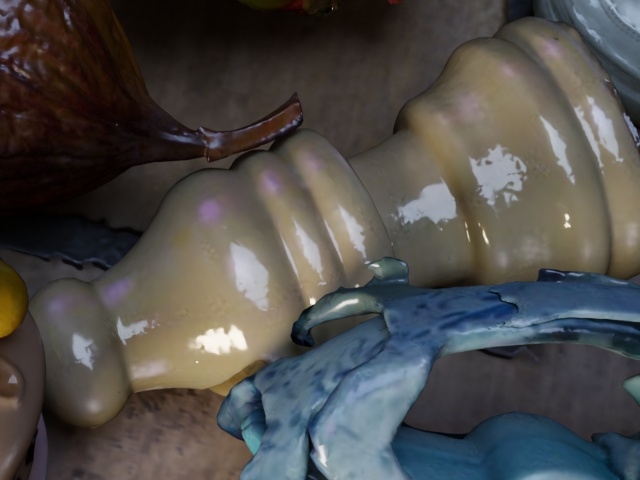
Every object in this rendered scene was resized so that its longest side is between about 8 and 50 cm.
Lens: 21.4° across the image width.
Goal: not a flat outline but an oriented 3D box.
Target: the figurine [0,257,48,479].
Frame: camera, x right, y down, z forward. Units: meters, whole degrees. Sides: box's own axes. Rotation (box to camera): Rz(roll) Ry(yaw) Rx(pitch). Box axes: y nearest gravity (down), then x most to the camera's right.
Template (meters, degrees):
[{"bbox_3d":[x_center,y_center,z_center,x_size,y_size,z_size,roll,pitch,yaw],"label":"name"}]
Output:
[{"bbox_3d":[-0.201,0.057,0.650,0.186,0.287,0.176,-7,42,31],"label":"figurine"}]

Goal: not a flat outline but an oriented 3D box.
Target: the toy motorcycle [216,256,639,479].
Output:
[{"bbox_3d":[0.085,0.113,0.741,0.260,0.206,0.154,5,23,-10],"label":"toy motorcycle"}]

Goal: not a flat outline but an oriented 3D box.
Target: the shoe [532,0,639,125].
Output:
[{"bbox_3d":[0.285,-0.130,0.920,0.316,0.159,0.124,9,63,-11],"label":"shoe"}]

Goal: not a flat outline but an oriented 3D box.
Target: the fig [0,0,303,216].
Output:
[{"bbox_3d":[-0.117,-0.059,0.800,0.201,0.146,0.134,25,49,-6],"label":"fig"}]

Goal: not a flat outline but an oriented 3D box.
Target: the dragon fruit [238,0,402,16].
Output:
[{"bbox_3d":[-0.044,-0.245,0.848,0.231,0.237,0.303,-30,114,1],"label":"dragon fruit"}]

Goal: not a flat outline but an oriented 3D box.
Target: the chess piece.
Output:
[{"bbox_3d":[0.000,0.000,0.821,0.307,0.124,0.139,-20,100,-18],"label":"chess piece"}]
